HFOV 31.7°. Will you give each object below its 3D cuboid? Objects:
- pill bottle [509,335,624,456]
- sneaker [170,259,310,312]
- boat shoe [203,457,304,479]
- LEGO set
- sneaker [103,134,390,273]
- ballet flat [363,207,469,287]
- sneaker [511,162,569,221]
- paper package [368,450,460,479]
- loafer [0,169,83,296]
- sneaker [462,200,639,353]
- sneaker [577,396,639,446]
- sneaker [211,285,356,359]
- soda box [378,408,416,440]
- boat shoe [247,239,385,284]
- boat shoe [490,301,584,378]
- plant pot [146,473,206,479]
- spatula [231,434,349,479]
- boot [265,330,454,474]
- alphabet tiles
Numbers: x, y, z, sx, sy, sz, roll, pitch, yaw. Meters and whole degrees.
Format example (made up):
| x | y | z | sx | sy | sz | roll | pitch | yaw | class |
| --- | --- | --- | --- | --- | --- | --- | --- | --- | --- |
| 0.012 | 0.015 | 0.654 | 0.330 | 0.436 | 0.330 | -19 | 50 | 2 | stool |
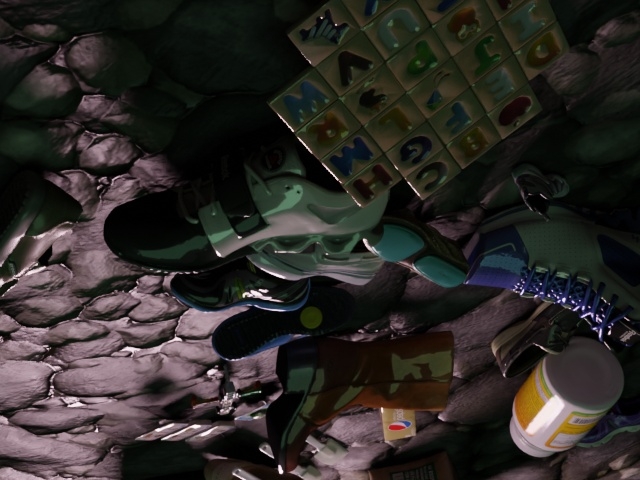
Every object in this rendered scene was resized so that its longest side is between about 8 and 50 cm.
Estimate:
| x | y | z | sx | sy | sz | roll | pitch | yaw | class |
| --- | --- | --- | --- | --- | --- | --- | --- | --- | --- |
| 0.409 | 0.277 | 1.924 | 0.136 | 0.136 | 0.245 | -3 | 148 | -14 | pill bottle |
| -0.104 | 0.050 | 1.475 | 0.188 | 0.067 | 0.078 | 0 | 126 | -16 | sneaker |
| -0.110 | 0.472 | 2.120 | 0.098 | 0.109 | 0.302 | 17 | 167 | 35 | boat shoe |
| -0.159 | 0.265 | 1.829 | 0.244 | 0.060 | 0.182 | -27 | 158 | 25 | LEGO set |
| -0.079 | -0.057 | 1.262 | 0.331 | 0.122 | 0.146 | -9 | 139 | -17 | sneaker |
| 0.117 | -0.001 | 1.447 | 0.073 | 0.067 | 0.206 | -29 | 142 | 25 | ballet flat |
| 0.283 | -0.053 | 1.416 | 0.098 | 0.069 | 0.038 | 14 | 141 | -36 | sneaker |
| 0.231 | 0.628 | 2.250 | 0.168 | 0.325 | 0.309 | -15 | 149 | 6 | paper package |
| -0.354 | 0.020 | 1.299 | 0.087 | 0.094 | 0.251 | 18 | 138 | -33 | loafer |
| 0.358 | 0.053 | 1.504 | 0.315 | 0.182 | 0.127 | -2 | 146 | -16 | sneaker |
| 0.548 | 0.338 | 2.159 | 0.170 | 0.068 | 0.071 | -20 | 133 | -2 | sneaker |
| -0.054 | 0.112 | 1.591 | 0.209 | 0.069 | 0.082 | -19 | -178 | -5 | sneaker |
| 0.127 | 0.274 | 1.898 | 0.058 | 0.061 | 0.181 | -11 | 149 | 0 | soda box |
| 0.000 | 0.000 | 1.416 | 0.226 | 0.083 | 0.076 | 7 | 134 | -47 | boat shoe |
| 0.358 | 0.145 | 1.755 | 0.080 | 0.073 | 0.223 | 14 | 141 | -35 | boat shoe |
| -0.295 | 0.544 | 2.098 | 0.167 | 0.187 | 0.188 | 8 | 146 | -7 | plant pot |
| -0.054 | 0.407 | 2.026 | 0.168 | 0.019 | 0.242 | -45 | 142 | 1 | spatula |
| 0.061 | 0.254 | 1.775 | 0.280 | 0.096 | 0.264 | -1 | 116 | -18 | boot |
| 0.109 | -0.169 | 1.145 | 0.285 | 0.011 | 0.342 | -38 | 144 | 6 | alphabet tiles |
